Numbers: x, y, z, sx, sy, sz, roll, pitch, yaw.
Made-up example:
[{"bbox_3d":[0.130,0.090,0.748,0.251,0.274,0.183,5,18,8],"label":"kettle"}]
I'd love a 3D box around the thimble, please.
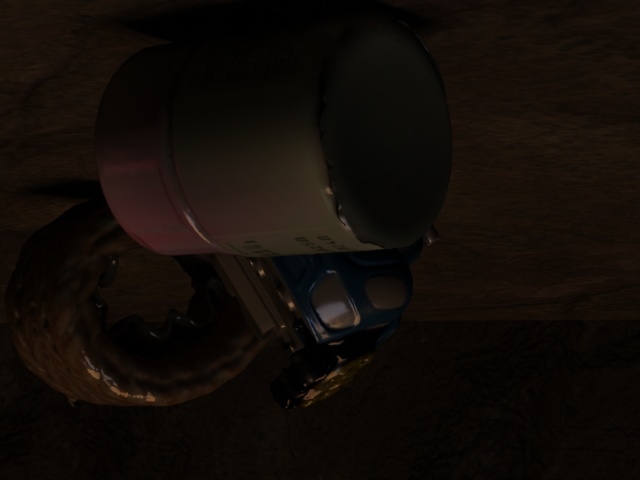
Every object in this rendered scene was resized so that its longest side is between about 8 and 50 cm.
[{"bbox_3d":[-0.164,0.050,1.807,0.229,0.196,0.148,-30,-166,-31],"label":"thimble"}]

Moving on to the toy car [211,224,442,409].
[{"bbox_3d":[0.000,0.000,1.436,0.166,0.198,0.314,-32,173,-8],"label":"toy car"}]

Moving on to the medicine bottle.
[{"bbox_3d":[-0.027,-0.056,1.101,0.168,0.135,0.135,-5,171,36],"label":"medicine bottle"}]
